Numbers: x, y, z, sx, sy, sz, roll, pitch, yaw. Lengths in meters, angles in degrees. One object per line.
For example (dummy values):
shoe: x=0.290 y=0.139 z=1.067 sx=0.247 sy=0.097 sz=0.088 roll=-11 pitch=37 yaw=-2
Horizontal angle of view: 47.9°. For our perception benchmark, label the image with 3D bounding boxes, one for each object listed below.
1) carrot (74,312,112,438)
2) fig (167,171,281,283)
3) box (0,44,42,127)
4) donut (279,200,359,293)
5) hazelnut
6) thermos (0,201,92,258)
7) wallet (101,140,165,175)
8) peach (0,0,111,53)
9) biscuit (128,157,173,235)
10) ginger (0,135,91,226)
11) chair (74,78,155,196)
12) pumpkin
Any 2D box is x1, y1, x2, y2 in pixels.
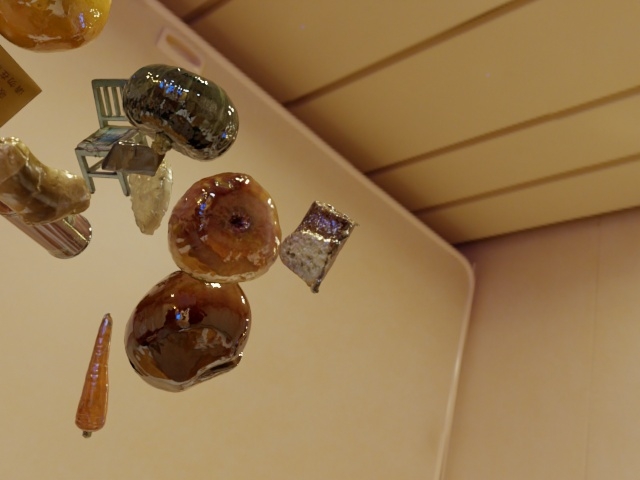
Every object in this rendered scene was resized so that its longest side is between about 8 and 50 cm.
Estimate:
carrot: x=-0.452 y=0.274 z=1.472 sx=0.061 sy=0.257 sz=0.061 roll=8 pitch=-11 yaw=1
fig: x=-0.149 y=0.007 z=1.048 sx=0.159 sy=0.159 sz=0.257 roll=21 pitch=-27 yaw=-11
box: x=-0.885 y=-0.304 z=1.636 sx=0.115 sy=0.415 sz=0.264 roll=21 pitch=-27 yaw=54
donut: x=-0.006 y=0.009 z=1.582 sx=0.126 sy=0.187 sz=0.144 roll=34 pitch=-2 yaw=5
hazelnut: x=-0.242 y=0.156 z=1.275 sx=0.217 sy=0.217 sz=0.251 roll=27 pitch=-51 yaw=-22
thermos: x=-0.568 y=-0.082 z=1.440 sx=0.109 sy=0.136 sz=0.330 roll=24 pitch=-17 yaw=16
wallet: x=-0.433 y=-0.190 z=1.680 sx=0.018 sy=0.082 sz=0.156 roll=45 pitch=21 yaw=26
peach: x=-0.657 y=-0.583 z=1.726 sx=0.288 sy=0.289 sz=0.308 roll=11 pitch=-2 yaw=8
biscuit: x=-0.506 y=-0.169 z=2.149 sx=0.084 sy=0.281 sz=0.179 roll=19 pitch=-54 yaw=-38
ginger: x=-0.391 y=-0.076 z=0.986 sx=0.069 sy=0.095 sz=0.190 roll=46 pitch=-3 yaw=33
chair: x=-0.540 y=-0.263 z=1.850 sx=0.136 sy=0.147 sz=0.271 roll=6 pitch=-58 yaw=22
pumpkin: x=-0.244 y=-0.218 z=1.254 sx=0.211 sy=0.152 sz=0.211 roll=15 pitch=-1 yaw=0
